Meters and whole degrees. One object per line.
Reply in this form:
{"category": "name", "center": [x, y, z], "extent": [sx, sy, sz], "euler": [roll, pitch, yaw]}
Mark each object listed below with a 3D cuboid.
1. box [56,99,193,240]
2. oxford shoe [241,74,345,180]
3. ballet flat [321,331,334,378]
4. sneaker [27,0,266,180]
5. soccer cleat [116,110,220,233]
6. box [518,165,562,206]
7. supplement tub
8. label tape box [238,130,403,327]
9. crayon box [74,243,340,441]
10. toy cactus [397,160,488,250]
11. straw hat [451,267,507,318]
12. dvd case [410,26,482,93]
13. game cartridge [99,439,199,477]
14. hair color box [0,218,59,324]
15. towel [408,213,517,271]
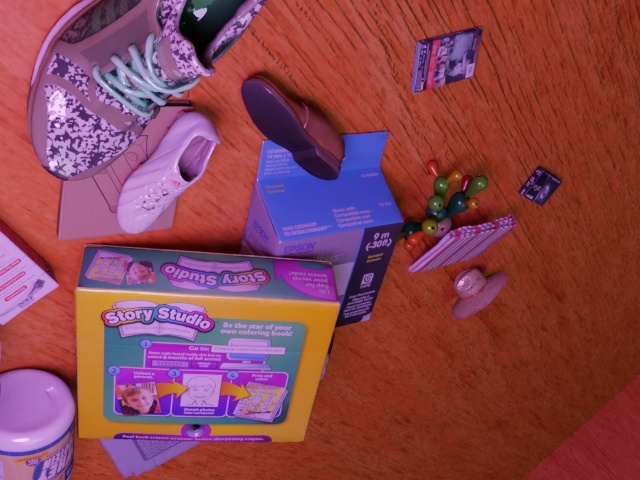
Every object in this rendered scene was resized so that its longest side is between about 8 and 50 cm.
{"category": "box", "center": [-0.261, -0.094, 1.011], "extent": [0.164, 0.021, 0.201], "euler": [-7, 130, -33]}
{"category": "oxford shoe", "center": [-0.036, -0.174, 1.088], "extent": [0.212, 0.076, 0.076], "euler": [42, 60, -43]}
{"category": "ballet flat", "center": [-0.032, 0.260, 1.477], "extent": [0.203, 0.074, 0.074], "euler": [-47, 140, 8]}
{"category": "sneaker", "center": [-0.179, -0.209, 0.818], "extent": [0.158, 0.182, 0.410], "euler": [32, 109, -35]}
{"category": "soccer cleat", "center": [-0.202, -0.080, 0.991], "extent": [0.068, 0.076, 0.196], "euler": [20, 113, -47]}
{"category": "box", "center": [0.447, -0.110, 1.544], "extent": [0.083, 0.018, 0.067], "euler": [19, 113, -46]}
{"category": "supplement tub", "center": [-0.446, 0.309, 1.143], "extent": [0.144, 0.144, 0.200], "euler": [-10, 132, -31]}
{"category": "label tape box", "center": [0.000, 0.000, 1.233], "extent": [0.240, 0.106, 0.334], "euler": [-10, 132, -31]}
{"category": "crayon box", "center": [-0.180, 0.167, 1.154], "extent": [0.362, 0.106, 0.313], "euler": [4, 126, -12]}
{"category": "toy cactus", "center": [0.200, -0.047, 1.370], "extent": [0.219, 0.112, 0.180], "euler": [-42, 159, -2]}
{"category": "straw hat", "center": [0.315, 0.092, 1.591], "extent": [0.144, 0.144, 0.061], "euler": [-40, 102, 1]}
{"category": "dvd case", "center": [0.198, -0.284, 1.195], "extent": [0.119, 0.013, 0.087], "euler": [-19, 136, -22]}
{"category": "game cartridge", "center": [-0.248, 0.300, 1.362], "extent": [0.294, 0.060, 0.196], "euler": [-26, 142, -16]}
{"category": "hair color box", "center": [-0.426, 0.026, 0.970], "extent": [0.093, 0.053, 0.167], "euler": [-36, 139, -7]}
{"category": "towel", "center": [0.275, 0.006, 1.473], "extent": [0.197, 0.029, 0.144], "euler": [-11, 157, -34]}
